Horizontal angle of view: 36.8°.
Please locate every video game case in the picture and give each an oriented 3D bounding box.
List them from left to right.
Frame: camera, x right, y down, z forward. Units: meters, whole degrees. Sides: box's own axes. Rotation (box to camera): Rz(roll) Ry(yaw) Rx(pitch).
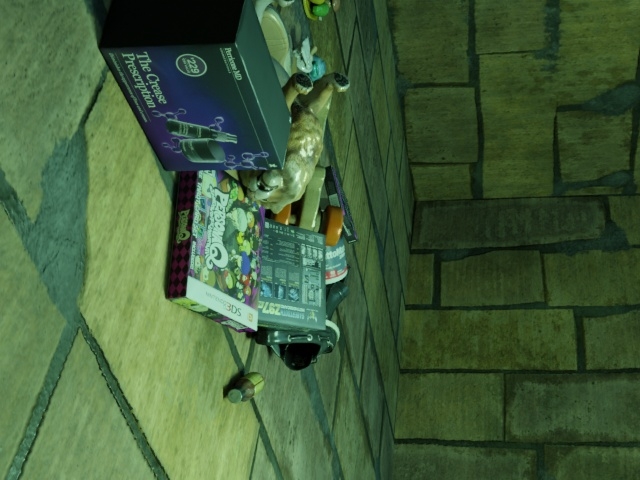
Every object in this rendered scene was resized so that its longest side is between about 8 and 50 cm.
[{"bbox_3d":[-0.158,0.009,1.510,0.210,0.042,0.232,37,51,-57],"label":"video game case"}]

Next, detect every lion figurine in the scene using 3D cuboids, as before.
[{"bbox_3d":[-0.104,-0.254,1.521,0.142,0.240,0.392,-16,73,-39],"label":"lion figurine"}]

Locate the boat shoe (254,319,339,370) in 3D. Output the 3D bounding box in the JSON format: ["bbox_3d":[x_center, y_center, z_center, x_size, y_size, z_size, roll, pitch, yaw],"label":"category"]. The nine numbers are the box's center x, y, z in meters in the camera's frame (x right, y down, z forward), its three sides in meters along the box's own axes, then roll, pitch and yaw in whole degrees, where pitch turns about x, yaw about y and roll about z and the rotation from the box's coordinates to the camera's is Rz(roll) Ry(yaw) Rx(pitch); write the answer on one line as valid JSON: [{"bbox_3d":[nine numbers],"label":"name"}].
[{"bbox_3d":[-0.048,0.200,1.913,0.340,0.127,0.113,54,37,-67],"label":"boat shoe"}]

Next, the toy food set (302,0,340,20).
[{"bbox_3d":[0.008,-0.620,2.413,0.218,0.071,0.128,-39,126,-76],"label":"toy food set"}]

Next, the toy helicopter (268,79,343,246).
[{"bbox_3d":[-0.025,-0.158,2.019,0.235,0.140,0.355,-167,-94,-79],"label":"toy helicopter"}]

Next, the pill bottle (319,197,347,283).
[{"bbox_3d":[0.000,0.000,2.207,0.108,0.108,0.180,-66,151,-64],"label":"pill bottle"}]

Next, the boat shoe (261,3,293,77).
[{"bbox_3d":[-0.102,-0.365,1.807,0.285,0.103,0.092,72,15,-65],"label":"boat shoe"}]

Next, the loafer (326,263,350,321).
[{"bbox_3d":[0.031,0.127,2.407,0.223,0.078,0.076,-76,160,-51],"label":"loafer"}]

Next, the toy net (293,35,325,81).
[{"bbox_3d":[-0.031,-0.406,2.280,0.232,0.045,0.122,24,66,-75],"label":"toy net"}]

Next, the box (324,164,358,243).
[{"bbox_3d":[0.043,-0.076,2.122,0.162,0.029,0.116,59,16,-59],"label":"box"}]

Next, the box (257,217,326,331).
[{"bbox_3d":[-0.081,0.062,1.714,0.233,0.059,0.183,14,71,-49],"label":"box"}]

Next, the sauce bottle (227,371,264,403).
[{"bbox_3d":[-0.134,0.262,1.701,0.128,0.042,0.042,-5,93,-77],"label":"sauce bottle"}]

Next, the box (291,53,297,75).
[{"bbox_3d":[-0.083,-0.353,2.068,0.201,0.021,0.164,47,43,-72],"label":"box"}]

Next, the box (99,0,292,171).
[{"bbox_3d":[-0.158,-0.208,1.301,0.261,0.184,0.103,70,22,-55],"label":"box"}]
